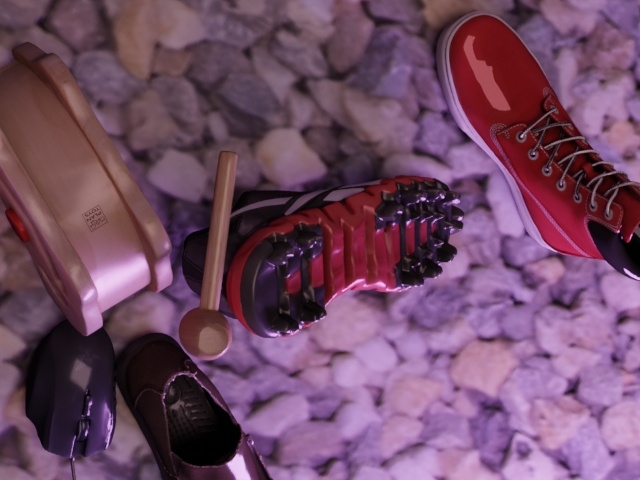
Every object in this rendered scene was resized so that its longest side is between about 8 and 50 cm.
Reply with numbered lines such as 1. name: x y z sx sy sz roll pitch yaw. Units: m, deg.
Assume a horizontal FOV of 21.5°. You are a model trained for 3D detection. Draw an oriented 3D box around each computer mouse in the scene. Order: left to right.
1. computer mouse: -0.192 0.180 1.321 0.071 0.041 0.242 -4 100 -27

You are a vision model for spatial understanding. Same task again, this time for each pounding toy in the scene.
1. pounding toy: -0.150 -0.032 1.250 0.154 0.154 0.270 -32 95 -15

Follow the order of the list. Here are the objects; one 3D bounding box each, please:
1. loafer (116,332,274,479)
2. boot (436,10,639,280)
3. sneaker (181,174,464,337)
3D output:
1. loafer: -0.092 0.177 1.356 0.080 0.078 0.220 -38 115 -12
2. boot: 0.198 -0.078 1.377 0.088 0.176 0.244 -38 114 -11
3. sneaker: 0.000 0.000 1.347 0.276 0.135 0.098 -19 114 -45
